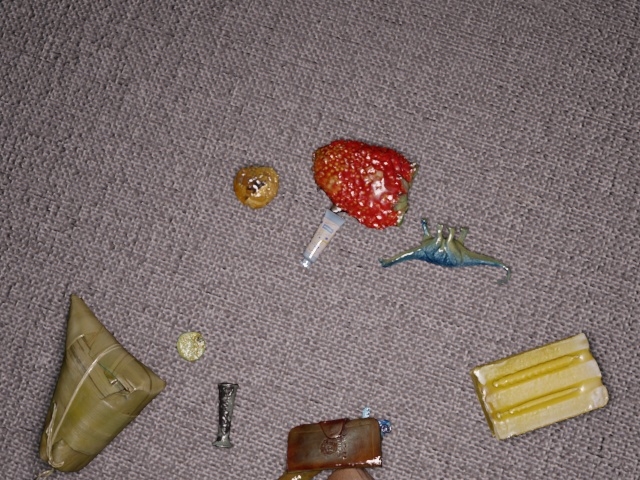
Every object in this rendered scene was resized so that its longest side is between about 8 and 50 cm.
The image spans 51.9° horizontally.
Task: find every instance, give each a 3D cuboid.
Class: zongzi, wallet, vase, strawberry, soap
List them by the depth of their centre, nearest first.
[{"bbox_3d":[0.034,0.535,1.727,0.255,0.031,0.137,-9,53,11],"label":"wallet"},{"bbox_3d":[0.573,0.383,1.739,0.315,0.091,0.199,-20,83,-1],"label":"soap"},{"bbox_3d":[-0.682,0.426,1.764,0.447,0.181,0.418,-47,68,-1],"label":"zongzi"},{"bbox_3d":[-0.257,0.472,1.779,0.059,0.059,0.167,4,83,3],"label":"vase"},{"bbox_3d":[0.108,-0.166,1.812,0.306,0.138,0.233,17,85,3],"label":"strawberry"}]

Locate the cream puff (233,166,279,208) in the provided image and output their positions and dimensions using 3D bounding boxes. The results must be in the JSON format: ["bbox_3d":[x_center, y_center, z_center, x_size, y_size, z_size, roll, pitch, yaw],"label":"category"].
[{"bbox_3d":[-0.177,-0.154,1.841,0.133,0.104,0.119,-26,75,-2],"label":"cream puff"}]

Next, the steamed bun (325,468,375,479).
[{"bbox_3d":[0.087,0.675,1.712,0.145,0.106,0.175,-44,85,-4],"label":"steamed bun"}]

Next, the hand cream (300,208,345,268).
[{"bbox_3d":[0.000,0.000,1.835,0.065,0.043,0.171,32,88,9],"label":"hand cream"}]

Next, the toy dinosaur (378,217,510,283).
[{"bbox_3d":[0.345,0.023,1.807,0.362,0.076,0.147,7,102,5],"label":"toy dinosaur"}]

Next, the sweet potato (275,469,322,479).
[{"bbox_3d":[-0.082,0.642,1.747,0.274,0.067,0.067,-30,82,0],"label":"sweet potato"}]

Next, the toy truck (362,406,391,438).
[{"bbox_3d":[0.142,0.492,1.764,0.073,0.056,0.090,-45,71,0],"label":"toy truck"}]

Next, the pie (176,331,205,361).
[{"bbox_3d":[-0.359,0.295,1.828,0.085,0.017,0.085,0,82,1],"label":"pie"}]
